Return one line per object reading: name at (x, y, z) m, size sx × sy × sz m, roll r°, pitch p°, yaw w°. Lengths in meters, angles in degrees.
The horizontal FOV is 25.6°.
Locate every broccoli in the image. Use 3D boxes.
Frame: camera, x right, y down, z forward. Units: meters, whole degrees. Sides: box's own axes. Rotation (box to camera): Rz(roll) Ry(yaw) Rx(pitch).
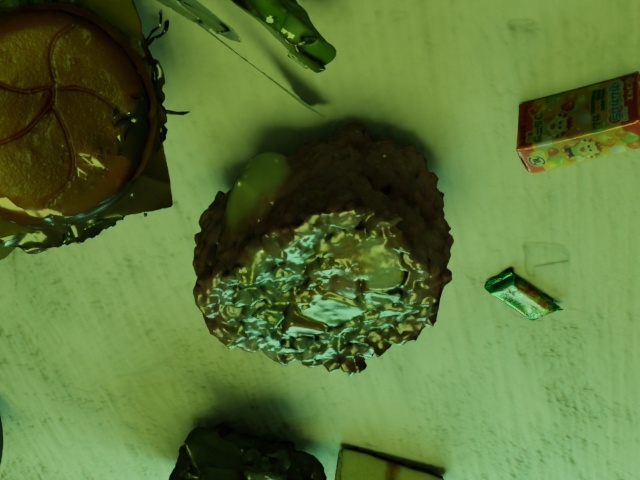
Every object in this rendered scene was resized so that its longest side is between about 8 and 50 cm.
broccoli at (-0.059, -0.219, 1.184) m, size 0.122 × 0.118 × 0.204 m, roll -35°, pitch 126°, yaw 11°

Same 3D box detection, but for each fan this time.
fan at (-0.118, -0.202, 1.222) m, size 0.233 × 0.012 × 0.415 m, roll 34°, pitch -179°, yaw 38°

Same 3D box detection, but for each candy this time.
candy at (0.244, -0.108, 1.311) m, size 0.122 × 0.062 × 0.038 m, roll -13°, pitch 139°, yaw 27°

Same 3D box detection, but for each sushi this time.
sushi at (0.000, 0.000, 1.421) m, size 0.236 × 0.171 × 0.270 m, roll 32°, pitch 136°, yaw -27°

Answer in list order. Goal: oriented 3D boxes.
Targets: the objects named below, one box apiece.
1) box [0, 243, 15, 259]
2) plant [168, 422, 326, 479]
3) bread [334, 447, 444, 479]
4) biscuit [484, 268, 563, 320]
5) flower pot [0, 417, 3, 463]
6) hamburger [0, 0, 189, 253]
box at (-0.345, -0.078, 1.450) m, size 0.144 × 0.090 × 0.201 m, roll 27°, pitch 140°, yaw -23°
plant at (-0.104, 0.351, 1.879) m, size 0.215 × 0.213 × 0.312 m, roll 16°, pitch 140°, yaw -3°
bread at (0.053, 0.428, 1.985) m, size 0.163 × 0.167 × 0.264 m, roll 18°, pitch 144°, yaw -10°
biscuit at (0.227, 0.064, 1.585) m, size 0.089 × 0.016 × 0.046 m, roll 32°, pitch 137°, yaw -28°
flower pot at (-0.578, 0.282, 1.883) m, size 0.166 × 0.269 × 0.269 m, roll 4°, pitch 148°, yaw 40°
hamburger at (-0.249, -0.112, 1.288) m, size 0.262 × 0.243 × 0.139 m, roll -7°, pitch -176°, yaw -11°
